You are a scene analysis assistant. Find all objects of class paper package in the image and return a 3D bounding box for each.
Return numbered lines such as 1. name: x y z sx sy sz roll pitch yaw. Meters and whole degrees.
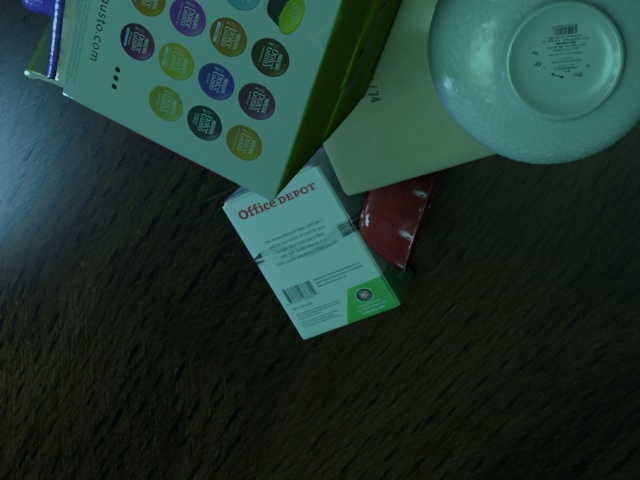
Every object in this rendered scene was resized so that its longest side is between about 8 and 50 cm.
1. paper package: 0.125 -0.272 1.871 0.309 0.168 0.325 -15 110 28

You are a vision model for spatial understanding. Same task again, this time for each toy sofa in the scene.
1. toy sofa: -0.412 -0.399 1.926 0.177 0.150 0.362 20 153 -6

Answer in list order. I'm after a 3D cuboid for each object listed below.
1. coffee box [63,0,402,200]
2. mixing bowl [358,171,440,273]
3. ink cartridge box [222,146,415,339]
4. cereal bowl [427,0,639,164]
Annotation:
1. coffee box: -0.090 -0.325 1.620 0.334 0.338 0.337 28 128 9
2. mixing bowl: 0.123 -0.046 1.983 0.098 0.181 0.181 20 123 7
3. ink cartridge box: 0.000 0.000 2.099 0.211 0.121 0.289 -21 108 30
4. cereal bowl: 0.323 -0.259 1.675 0.339 0.141 0.339 0 109 0
